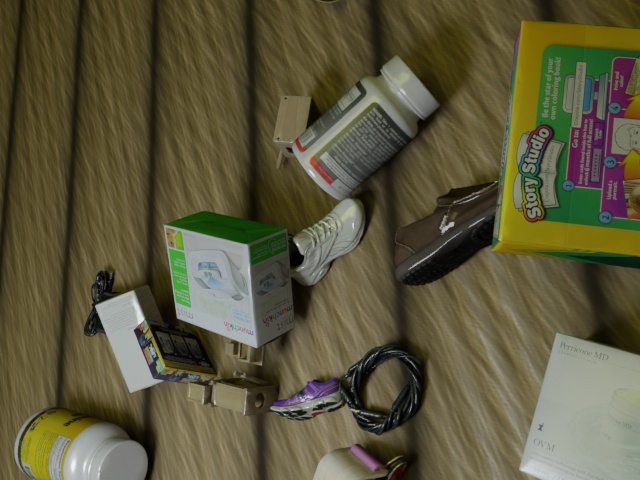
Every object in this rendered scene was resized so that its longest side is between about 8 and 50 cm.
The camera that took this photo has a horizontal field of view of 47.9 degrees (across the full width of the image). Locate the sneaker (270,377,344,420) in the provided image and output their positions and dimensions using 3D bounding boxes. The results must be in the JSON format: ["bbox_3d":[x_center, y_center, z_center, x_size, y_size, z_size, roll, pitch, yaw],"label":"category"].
[{"bbox_3d":[-0.025,0.326,1.492,0.170,0.068,0.071,-20,51,23],"label":"sneaker"}]

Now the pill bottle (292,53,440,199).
[{"bbox_3d":[0.094,-0.230,1.469,0.283,0.161,0.161,-41,56,14],"label":"pill bottle"}]

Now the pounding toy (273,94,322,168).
[{"bbox_3d":[-0.061,-0.240,1.628,0.100,0.141,0.130,7,79,15],"label":"pounding toy"}]

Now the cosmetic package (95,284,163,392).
[{"bbox_3d":[-0.438,0.236,1.744,0.117,0.085,0.231,-21,92,15],"label":"cosmetic package"}]

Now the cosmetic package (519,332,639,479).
[{"bbox_3d":[0.451,0.277,1.077,0.224,0.138,0.224,13,85,39],"label":"cosmetic package"}]

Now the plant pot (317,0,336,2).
[{"bbox_3d":[-0.002,-0.621,1.694,0.095,0.134,0.134,23,93,67],"label":"plant pot"}]

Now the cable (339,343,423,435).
[{"bbox_3d":[0.122,0.285,1.387,0.184,0.047,0.150,-37,58,24],"label":"cable"}]

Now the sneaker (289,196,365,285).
[{"bbox_3d":[0.000,0.000,1.515,0.232,0.115,0.090,-51,53,15],"label":"sneaker"}]

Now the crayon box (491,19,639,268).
[{"bbox_3d":[0.449,-0.147,1.131,0.313,0.106,0.362,7,81,10],"label":"crayon box"}]

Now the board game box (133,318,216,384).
[{"bbox_3d":[-0.335,0.261,1.668,0.048,0.170,0.141,-43,55,16],"label":"board game box"}]

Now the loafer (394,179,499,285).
[{"bbox_3d":[0.268,-0.053,1.309,0.366,0.134,0.130,-33,60,26],"label":"loafer"}]

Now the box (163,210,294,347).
[{"bbox_3d":[-0.193,0.075,1.545,0.262,0.127,0.231,13,115,38],"label":"box"}]

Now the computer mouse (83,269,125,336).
[{"bbox_3d":[-0.535,0.188,1.916,0.272,0.072,0.188,9,85,51],"label":"computer mouse"}]

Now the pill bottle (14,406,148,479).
[{"bbox_3d":[-0.587,0.530,1.779,0.334,0.188,0.187,3,80,38],"label":"pill bottle"}]

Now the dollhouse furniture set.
[{"bbox_3d":[-0.189,0.284,1.584,0.182,0.101,0.160,4,87,38],"label":"dollhouse furniture set"}]

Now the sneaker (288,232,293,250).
[{"bbox_3d":[-0.158,0.042,1.657,0.279,0.107,0.118,-6,91,41],"label":"sneaker"}]

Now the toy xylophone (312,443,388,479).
[{"bbox_3d":[0.032,0.546,1.308,0.236,0.081,0.322,40,111,61],"label":"toy xylophone"}]

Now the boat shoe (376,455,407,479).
[{"bbox_3d":[0.123,0.459,1.335,0.137,0.049,0.043,-59,43,15],"label":"boat shoe"}]
